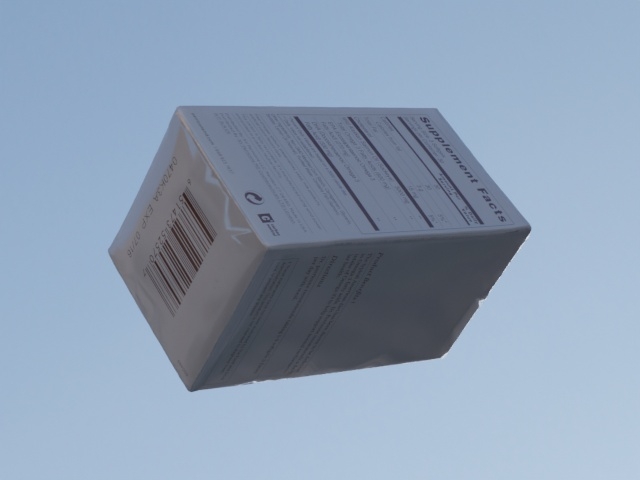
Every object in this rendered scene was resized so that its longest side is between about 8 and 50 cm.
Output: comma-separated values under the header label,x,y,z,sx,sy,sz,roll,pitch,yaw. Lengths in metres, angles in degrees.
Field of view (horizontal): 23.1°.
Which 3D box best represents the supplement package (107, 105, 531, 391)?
label,x,y,z,sx,sy,sz,roll,pitch,yaw
supplement package,0.000,0.000,0.826,0.179,0.105,0.105,-3,-44,-39
